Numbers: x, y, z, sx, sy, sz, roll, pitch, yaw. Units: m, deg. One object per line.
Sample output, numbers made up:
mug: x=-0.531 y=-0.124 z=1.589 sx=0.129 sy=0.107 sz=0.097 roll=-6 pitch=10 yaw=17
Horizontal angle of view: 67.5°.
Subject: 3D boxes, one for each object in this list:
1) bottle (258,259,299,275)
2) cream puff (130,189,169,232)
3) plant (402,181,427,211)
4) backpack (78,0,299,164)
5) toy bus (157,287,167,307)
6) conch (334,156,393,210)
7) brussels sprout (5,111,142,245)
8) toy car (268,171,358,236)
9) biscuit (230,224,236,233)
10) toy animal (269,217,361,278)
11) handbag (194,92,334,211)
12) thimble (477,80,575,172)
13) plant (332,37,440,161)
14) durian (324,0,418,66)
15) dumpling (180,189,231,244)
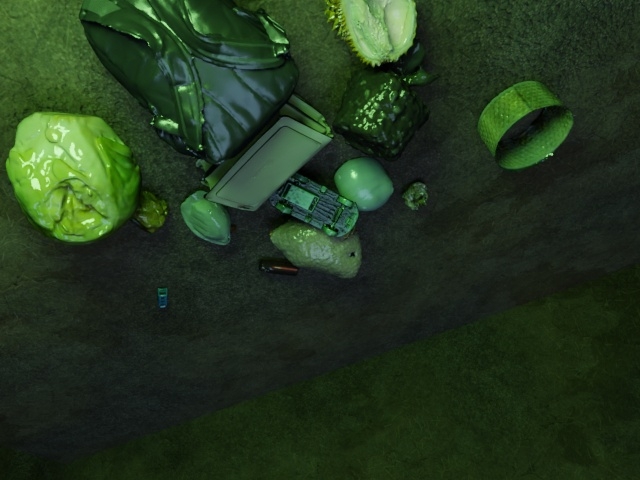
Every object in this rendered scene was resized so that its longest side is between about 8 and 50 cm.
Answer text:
bottle: x=-0.169 y=0.109 z=1.919 sx=0.164 sy=0.060 sz=0.060 roll=10 pitch=135 yaw=-32
cream puff: x=-0.528 y=-0.095 z=1.467 sx=0.116 sy=0.146 sz=0.146 roll=-52 pitch=149 yaw=-21
plant: x=0.369 y=-0.152 z=1.776 sx=0.104 sy=0.122 sz=0.116 roll=-36 pitch=134 yaw=5
backpack: x=-0.283 y=-0.397 z=1.041 sx=0.445 sy=0.255 sz=0.363 roll=38 pitch=98 yaw=-24
toy bus: x=-0.620 y=0.224 z=1.882 sx=0.038 sy=0.046 sz=0.083 roll=-2 pitch=139 yaw=-21
conch: x=0.156 y=-0.192 z=1.649 sx=0.221 sy=0.121 sz=0.185 roll=17 pitch=101 yaw=-32
brussels sprout: x=-0.599 y=-0.155 z=1.203 sx=0.267 sy=0.344 sz=0.344 roll=-1 pitch=142 yaw=-2
toy car: x=-0.024 y=-0.127 z=1.593 sx=0.305 sy=0.125 sz=0.136 roll=24 pitch=101 yaw=-19
biscuit: x=-0.366 y=-0.038 z=1.681 sx=0.119 sy=0.019 sz=0.130 roll=-27 pitch=142 yaw=11
toy animal: x=-0.006 y=-0.002 z=1.741 sx=0.358 sy=0.188 sz=0.227 roll=14 pitch=104 yaw=-20
handbag: x=-0.162 y=-0.252 z=1.387 sx=0.358 sy=0.160 sz=0.236 roll=-39 pitch=144 yaw=26
thimble: x=0.671 y=-0.375 z=1.589 sx=0.270 sy=0.150 sz=0.271 roll=-11 pitch=142 yaw=-9
plant: x=0.186 y=-0.395 z=1.323 sx=0.215 sy=0.213 sz=0.313 roll=26 pitch=87 yaw=-46
durian: x=0.122 y=-0.538 z=1.157 sx=0.249 sy=0.138 sz=0.183 roll=34 pitch=88 yaw=-34
dumpling: x=-0.363 y=-0.078 z=1.579 sx=0.108 sy=0.152 sz=0.219 roll=-45 pitch=138 yaw=-39
